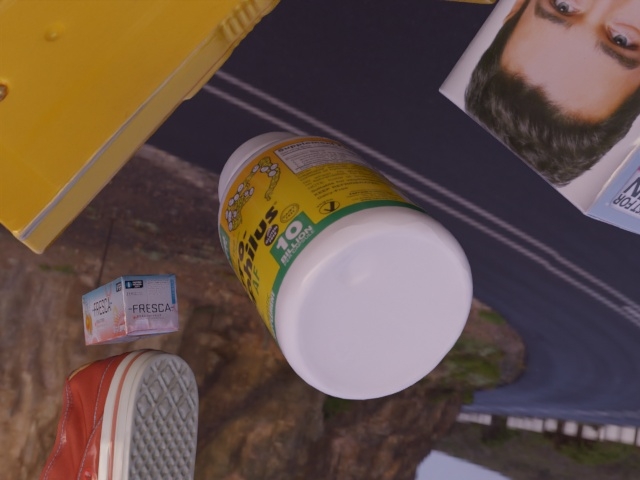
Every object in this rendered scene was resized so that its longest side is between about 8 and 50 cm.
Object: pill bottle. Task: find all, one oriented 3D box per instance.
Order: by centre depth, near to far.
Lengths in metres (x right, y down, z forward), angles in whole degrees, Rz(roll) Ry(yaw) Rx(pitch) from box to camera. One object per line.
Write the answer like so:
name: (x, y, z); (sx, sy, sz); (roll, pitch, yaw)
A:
pill bottle: (0.000, 0.000, 0.560); (0.118, 0.117, 0.208); (15, -162, -27)

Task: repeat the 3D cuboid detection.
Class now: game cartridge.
game cartridge: (-0.240, -0.182, 0.821); (0.285, 0.323, 0.052); (36, 168, 28)

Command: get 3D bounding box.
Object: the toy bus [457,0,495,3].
toy bus: (0.101, -0.435, 1.279); (0.333, 0.130, 0.108); (13, -174, 25)

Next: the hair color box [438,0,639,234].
hair color box: (0.280, -0.210, 0.662); (0.114, 0.374, 0.185); (12, -151, -46)

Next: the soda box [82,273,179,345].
soda box: (-0.211, 0.078, 0.947); (0.058, 0.063, 0.183); (-2, 172, -29)

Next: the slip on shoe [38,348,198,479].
slip on shoe: (-0.170, 0.247, 0.662); (0.101, 0.331, 0.123); (-2, 165, 31)
